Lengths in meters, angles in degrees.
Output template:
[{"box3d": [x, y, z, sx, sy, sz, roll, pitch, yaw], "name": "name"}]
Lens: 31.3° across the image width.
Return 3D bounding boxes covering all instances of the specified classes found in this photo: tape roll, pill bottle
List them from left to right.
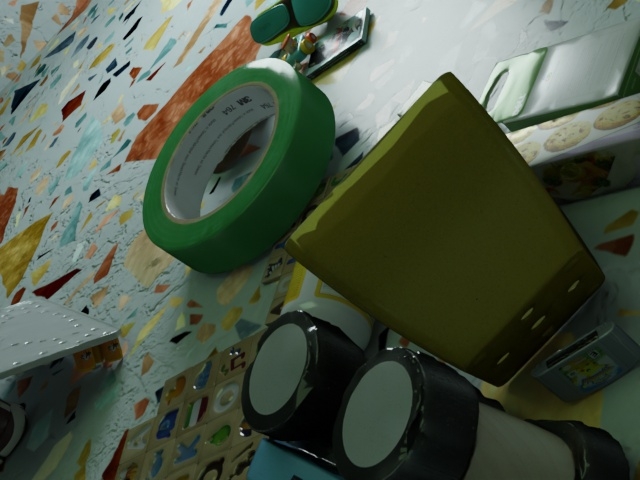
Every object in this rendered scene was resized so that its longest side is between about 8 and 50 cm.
[{"box3d": [-0.121, -0.109, 1.644, 0.321, 0.077, 0.321, -31, 41, 31], "name": "tape roll"}, {"box3d": [0.013, 0.069, 1.269, 0.103, 0.103, 0.184, -23, 38, 40], "name": "pill bottle"}]

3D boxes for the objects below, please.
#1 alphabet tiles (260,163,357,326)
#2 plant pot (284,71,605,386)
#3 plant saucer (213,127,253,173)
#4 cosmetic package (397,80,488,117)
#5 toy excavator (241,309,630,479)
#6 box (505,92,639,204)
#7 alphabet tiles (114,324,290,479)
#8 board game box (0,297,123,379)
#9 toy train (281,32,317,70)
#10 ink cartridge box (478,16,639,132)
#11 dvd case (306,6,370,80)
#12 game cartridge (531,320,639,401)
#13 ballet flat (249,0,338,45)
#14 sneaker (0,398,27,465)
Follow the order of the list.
[{"box3d": [0.000, 0.000, 1.470, 0.198, 0.009, 0.237, -21, 39, 41], "name": "alphabet tiles"}, {"box3d": [0.134, 0.012, 1.039, 0.212, 0.212, 0.187, -47, 65, 5], "name": "plant pot"}, {"box3d": [-0.158, -0.192, 1.850, 0.168, 0.029, 0.168, -31, 50, 46], "name": "plant saucer"}, {"box3d": [0.149, -0.156, 1.408, 0.060, 0.041, 0.115, -52, 28, -5], "name": "cosmetic package"}, {"box3d": [0.064, 0.318, 0.840, 0.433, 0.222, 0.445, 13, 80, 59], "name": "toy excavator"}, {"box3d": [0.223, -0.075, 1.183, 0.324, 0.063, 0.067, -14, 44, 48], "name": "box"}, {"box3d": [-0.140, 0.246, 1.374, 0.342, 0.011, 0.285, -29, 35, 33], "name": "alphabet tiles"}, {"box3d": [-0.544, 0.191, 1.742, 0.390, 0.050, 0.390, -20, 14, -29], "name": "board game box"}, {"box3d": [-0.075, -0.276, 1.850, 0.166, 0.046, 0.125, -58, 25, -7], "name": "toy train"}, {"box3d": [0.264, -0.157, 1.222, 0.209, 0.062, 0.109, -10, 48, 51], "name": "ink cartridge box"}, {"box3d": [0.028, -0.308, 1.793, 0.119, 0.013, 0.087, -28, 35, 34], "name": "dvd case"}, {"box3d": [0.227, 0.105, 0.969, 0.083, 0.056, 0.017, -37, 39, 23], "name": "game cartridge"}, {"box3d": [-0.028, -0.382, 1.901, 0.077, 0.077, 0.231, -15, 0, -39], "name": "ballet flat"}, {"box3d": [-0.588, 0.339, 1.739, 0.106, 0.162, 0.281, 5, 59, 57], "name": "sneaker"}]
